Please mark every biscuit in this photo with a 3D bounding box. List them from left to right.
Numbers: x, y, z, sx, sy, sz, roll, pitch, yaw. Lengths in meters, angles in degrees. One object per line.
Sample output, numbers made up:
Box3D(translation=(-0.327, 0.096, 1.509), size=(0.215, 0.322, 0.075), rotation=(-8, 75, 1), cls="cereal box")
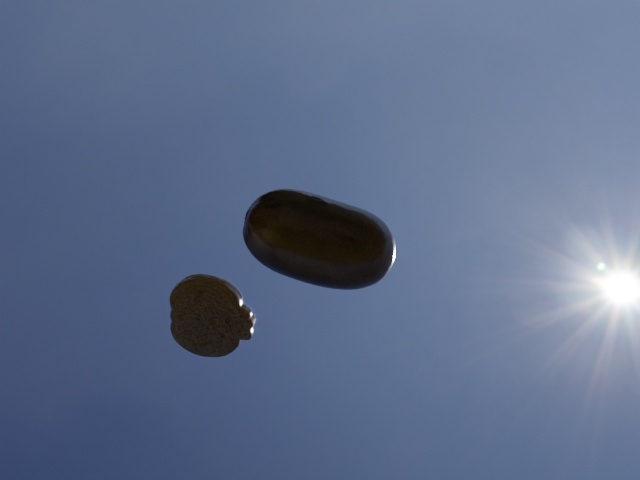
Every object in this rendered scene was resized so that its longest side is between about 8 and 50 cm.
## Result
Box3D(translation=(-0.201, 0.139, 1.189), size=(0.171, 0.170, 0.050), rotation=(-1, -157, 6), cls="biscuit")

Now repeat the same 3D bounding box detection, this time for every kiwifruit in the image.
Box3D(translation=(0.000, 0.000, 0.500), size=(0.125, 0.075, 0.075), rotation=(12, -130, -12), cls="kiwifruit")
